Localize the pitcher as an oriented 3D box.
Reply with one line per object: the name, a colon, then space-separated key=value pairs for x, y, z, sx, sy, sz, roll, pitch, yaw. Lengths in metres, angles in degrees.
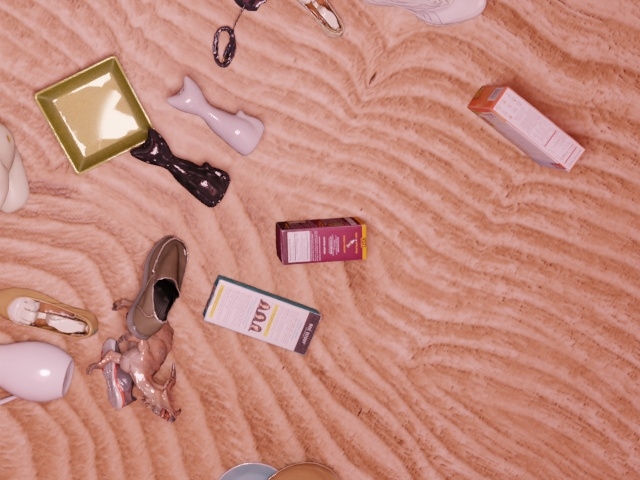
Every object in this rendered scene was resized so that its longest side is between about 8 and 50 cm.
pitcher: x=-0.640 y=0.292 z=1.917 sx=0.207 sy=0.125 sz=0.178 roll=12 pitch=119 yaw=-2

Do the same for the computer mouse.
computer mouse: x=-0.164 y=-0.478 z=1.895 sx=0.071 sy=0.041 sz=0.242 roll=27 pitch=102 yaw=-5

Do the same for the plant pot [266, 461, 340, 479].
plant pot: x=-0.057 y=0.620 z=2.094 sx=0.236 sy=0.032 sz=0.236 roll=-5 pitch=104 yaw=-22

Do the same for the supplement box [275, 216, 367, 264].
supplement box: x=0.000 y=0.000 z=1.973 sx=0.188 sy=0.104 sz=0.081 roll=-4 pitch=101 yaw=-9

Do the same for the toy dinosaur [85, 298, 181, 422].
toy dinosaur: x=-0.363 y=0.236 z=1.935 sx=0.200 sy=0.127 sz=0.296 roll=34 pitch=55 yaw=-31

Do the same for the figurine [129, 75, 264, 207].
figurine: x=-0.256 y=-0.210 z=1.878 sx=0.209 sy=0.092 sz=0.215 roll=33 pitch=93 yaw=-25

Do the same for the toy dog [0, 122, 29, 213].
toy dog: x=-0.704 y=-0.170 z=1.661 sx=0.284 sy=0.408 sz=0.395 roll=5 pitch=100 yaw=-11

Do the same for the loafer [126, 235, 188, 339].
loafer: x=-0.321 y=0.094 z=1.882 sx=0.087 sy=0.251 sz=0.094 roll=-19 pitch=135 yaw=36

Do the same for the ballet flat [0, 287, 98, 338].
ballet flat: x=-0.588 y=0.156 z=1.914 sx=0.232 sy=0.073 sz=0.080 roll=15 pitch=97 yaw=-12

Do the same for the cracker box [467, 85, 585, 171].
cracker box: x=0.450 y=-0.248 z=1.981 sx=0.232 sy=0.156 sz=0.067 roll=36 pitch=92 yaw=-15

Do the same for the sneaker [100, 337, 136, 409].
sneaker: x=-0.440 y=0.289 z=1.984 sx=0.065 sy=0.061 sz=0.158 roll=-12 pitch=99 yaw=-38

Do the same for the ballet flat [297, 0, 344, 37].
ballet flat: x=-0.005 y=-0.502 z=1.906 sx=0.057 sy=0.052 sz=0.168 roll=-44 pitch=104 yaw=0

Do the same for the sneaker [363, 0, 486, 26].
sneaker: x=0.216 y=-0.523 z=1.903 sx=0.297 sy=0.129 sz=0.111 roll=7 pitch=97 yaw=-12

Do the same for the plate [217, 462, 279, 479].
plate: x=-0.163 y=0.602 z=2.097 sx=0.188 sy=0.024 sz=0.188 roll=-2 pitch=101 yaw=-11

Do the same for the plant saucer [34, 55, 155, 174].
plant saucer: x=-0.465 y=-0.260 z=1.873 sx=0.188 sy=0.045 sz=0.188 roll=-27 pitch=103 yaw=-4

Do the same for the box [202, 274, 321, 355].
box: x=-0.130 y=0.165 z=2.003 sx=0.244 sy=0.060 sz=0.100 roll=21 pitch=96 yaw=-13
